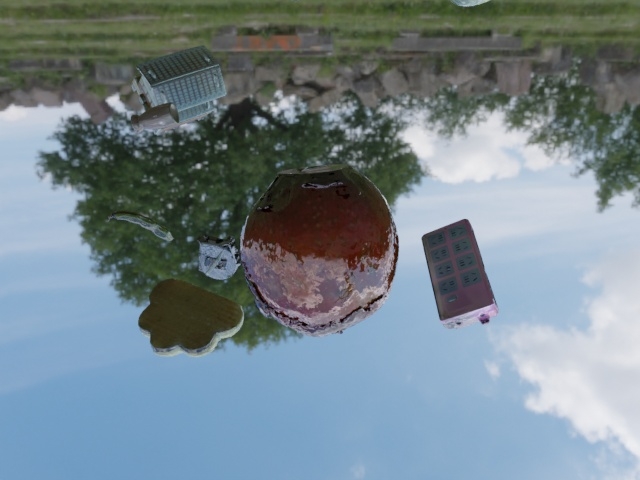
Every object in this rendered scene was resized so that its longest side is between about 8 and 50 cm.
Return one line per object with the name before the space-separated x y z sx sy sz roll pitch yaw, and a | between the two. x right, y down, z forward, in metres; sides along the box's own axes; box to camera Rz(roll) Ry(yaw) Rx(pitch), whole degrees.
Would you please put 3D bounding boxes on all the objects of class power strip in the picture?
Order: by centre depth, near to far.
power strip | 0.274 0.062 1.280 0.109 0.037 0.278 -22 -143 16

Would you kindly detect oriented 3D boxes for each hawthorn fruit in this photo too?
hawthorn fruit | -0.001 0.004 1.121 0.316 0.315 0.316 0 -160 0

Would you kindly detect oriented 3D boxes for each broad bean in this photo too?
broad bean | -0.581 -0.054 2.099 0.227 0.069 0.039 22 -142 -27

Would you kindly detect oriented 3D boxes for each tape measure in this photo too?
tape measure | -0.212 0.034 1.346 0.091 0.094 0.054 0 -151 3

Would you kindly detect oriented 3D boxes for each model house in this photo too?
model house | -0.432 -0.452 1.908 0.224 0.198 0.215 -26 -179 -29

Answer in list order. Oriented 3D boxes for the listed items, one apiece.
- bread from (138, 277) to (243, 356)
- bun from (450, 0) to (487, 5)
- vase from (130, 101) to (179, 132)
bread | -0.332 0.199 1.561 0.287 0.056 0.207 20 -124 33
bun | 0.232 -0.458 0.955 0.118 0.195 0.195 -16 -159 1
vase | -0.377 -0.277 1.454 0.101 0.053 0.053 -14 -161 10
